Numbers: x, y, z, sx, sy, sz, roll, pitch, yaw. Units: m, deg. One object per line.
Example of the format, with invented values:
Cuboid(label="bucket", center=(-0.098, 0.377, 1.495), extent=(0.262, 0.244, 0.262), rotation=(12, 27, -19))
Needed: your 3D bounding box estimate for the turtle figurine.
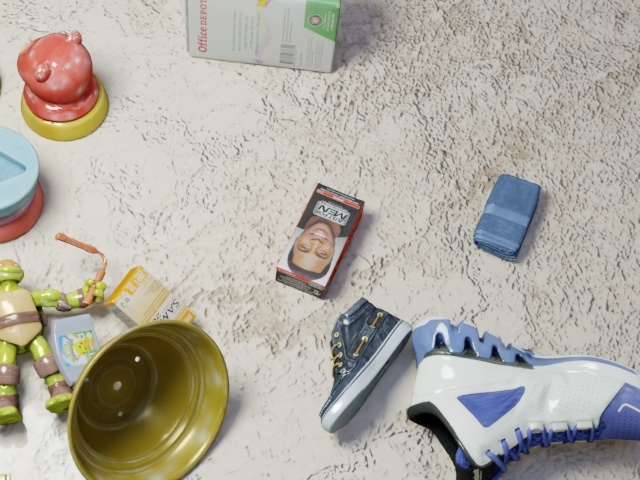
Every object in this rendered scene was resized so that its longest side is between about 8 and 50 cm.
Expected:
Cuboid(label="turtle figurine", center=(-0.383, 0.112, 1.547), extent=(0.269, 0.087, 0.217), rotation=(-6, 71, -26))

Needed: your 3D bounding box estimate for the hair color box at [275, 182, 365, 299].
Cuboid(label="hair color box", center=(0.000, 0.000, 1.670), extent=(0.072, 0.043, 0.141), rotation=(22, 62, 6))

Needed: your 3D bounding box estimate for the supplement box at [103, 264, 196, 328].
Cuboid(label="supplement box", center=(-0.213, 0.087, 1.582), extent=(0.098, 0.036, 0.062), rotation=(43, 62, -17))

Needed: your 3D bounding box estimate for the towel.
Cuboid(label="towel", center=(0.253, -0.032, 1.718), extent=(0.067, 0.029, 0.119), rotation=(23, 62, 7))

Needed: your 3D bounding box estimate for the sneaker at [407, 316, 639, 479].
Cuboid(label="sneaker", center=(0.242, 0.224, 1.533), extent=(0.315, 0.127, 0.182), rotation=(14, 64, 11))

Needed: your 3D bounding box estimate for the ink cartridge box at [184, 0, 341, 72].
Cuboid(label="ink cartridge box", center=(-0.081, -0.326, 1.779), extent=(0.212, 0.154, 0.093), rotation=(5, 61, -2))

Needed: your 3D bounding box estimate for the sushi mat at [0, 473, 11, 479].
Cuboid(label="sushi mat", center=(-0.426, 0.418, 1.414), extent=(0.151, 0.019, 0.317), rotation=(-1, 62, -7))

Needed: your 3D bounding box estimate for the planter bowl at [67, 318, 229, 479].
Cuboid(label="planter bowl", center=(-0.221, 0.184, 1.495), extent=(0.217, 0.217, 0.090), rotation=(-40, 36, -23))

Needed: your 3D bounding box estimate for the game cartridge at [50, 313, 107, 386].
Cuboid(label="game cartridge", center=(-0.293, 0.132, 1.519), extent=(0.056, 0.017, 0.083), rotation=(-11, 75, -31))

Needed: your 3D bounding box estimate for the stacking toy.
Cuboid(label="stacking toy", center=(-0.458, -0.170, 1.674), extent=(0.279, 0.130, 0.309), rotation=(20, 61, 6))

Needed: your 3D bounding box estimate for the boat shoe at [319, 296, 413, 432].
Cuboid(label="boat shoe", center=(0.034, 0.154, 1.581), extent=(0.083, 0.065, 0.183), rotation=(32, 57, 15))
